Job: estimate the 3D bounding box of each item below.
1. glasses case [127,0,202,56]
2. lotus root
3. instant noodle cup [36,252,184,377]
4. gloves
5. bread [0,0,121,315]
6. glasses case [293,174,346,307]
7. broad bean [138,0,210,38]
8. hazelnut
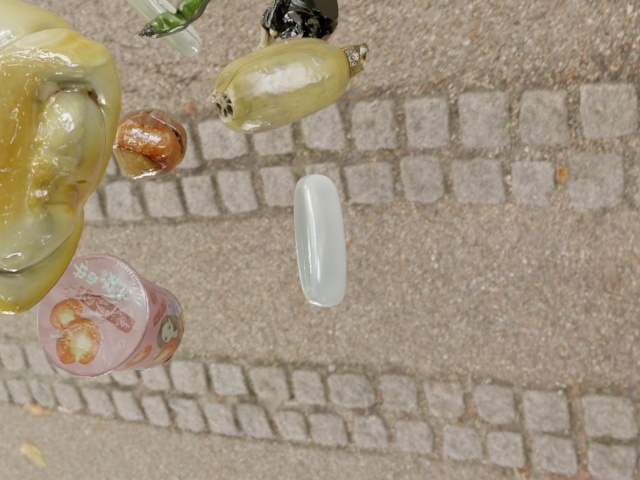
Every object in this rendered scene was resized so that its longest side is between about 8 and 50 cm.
[{"bbox_3d":[-0.350,-0.494,1.700,0.204,0.051,0.081,43,155,-25],"label":"glasses case"},{"bbox_3d":[-0.052,-0.314,1.506,0.169,0.342,0.152,40,146,48],"label":"lotus root"},{"bbox_3d":[-0.416,0.166,1.565,0.243,0.243,0.231,21,173,17],"label":"instant noodle cup"},{"bbox_3d":[-0.060,-0.451,1.567,0.203,0.124,0.164,-9,139,41],"label":"gloves"},{"bbox_3d":[-0.451,-0.120,1.072,0.245,0.329,0.424,28,99,29],"label":"bread"},{"bbox_3d":[0.000,0.000,1.120,0.049,0.076,0.197,-10,83,43],"label":"glasses case"},{"bbox_3d":[-0.184,-0.359,1.116,0.195,0.061,0.046,-39,82,16],"label":"broad bean"},{"bbox_3d":[-0.414,-0.229,1.837,0.182,0.182,0.182,16,130,21],"label":"hazelnut"}]
